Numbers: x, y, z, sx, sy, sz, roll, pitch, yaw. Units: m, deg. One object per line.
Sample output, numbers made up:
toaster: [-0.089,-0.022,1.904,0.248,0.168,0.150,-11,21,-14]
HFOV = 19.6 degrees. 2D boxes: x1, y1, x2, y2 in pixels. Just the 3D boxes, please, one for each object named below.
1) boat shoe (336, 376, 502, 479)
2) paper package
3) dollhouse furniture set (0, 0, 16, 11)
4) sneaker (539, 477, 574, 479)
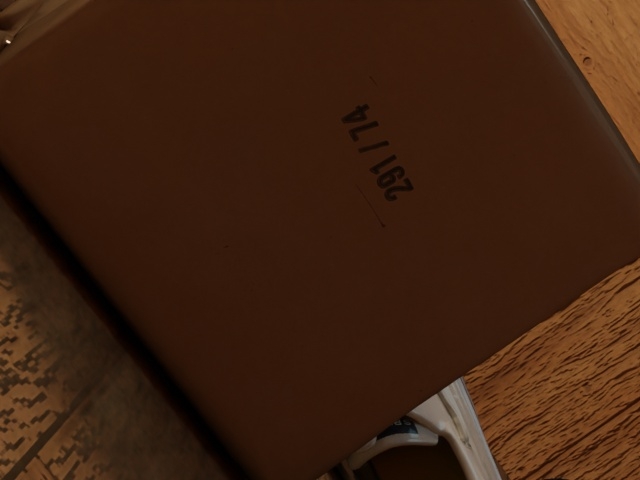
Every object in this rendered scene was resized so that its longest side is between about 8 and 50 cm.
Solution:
boat shoe: [0.055,0.153,1.512,0.367,0.135,0.156,66,9,13]
paper package: [-0.005,-0.061,1.125,0.325,0.309,0.168,54,1,-20]
dollhouse furniture set: [-0.230,-0.298,1.515,0.242,0.161,0.212,51,5,-47]
sneaker: [0.110,0.218,1.149,0.087,0.227,0.130,64,-37,35]
